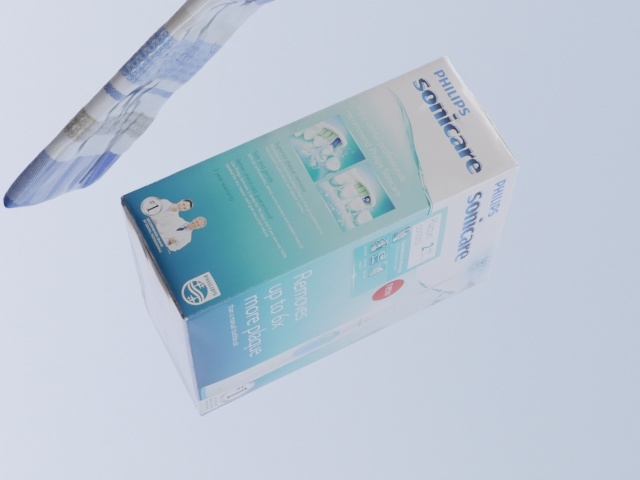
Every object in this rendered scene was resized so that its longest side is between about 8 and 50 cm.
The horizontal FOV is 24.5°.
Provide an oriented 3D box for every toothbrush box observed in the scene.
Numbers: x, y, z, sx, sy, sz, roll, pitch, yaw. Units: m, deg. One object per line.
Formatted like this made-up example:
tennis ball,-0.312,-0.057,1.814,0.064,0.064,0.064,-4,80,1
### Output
toothbrush box,0.000,0.000,1.232,0.295,0.216,0.126,-25,-113,-14

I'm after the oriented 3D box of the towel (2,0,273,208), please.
towel,-0.149,-0.137,1.290,0.285,0.209,0.034,-44,-89,10
